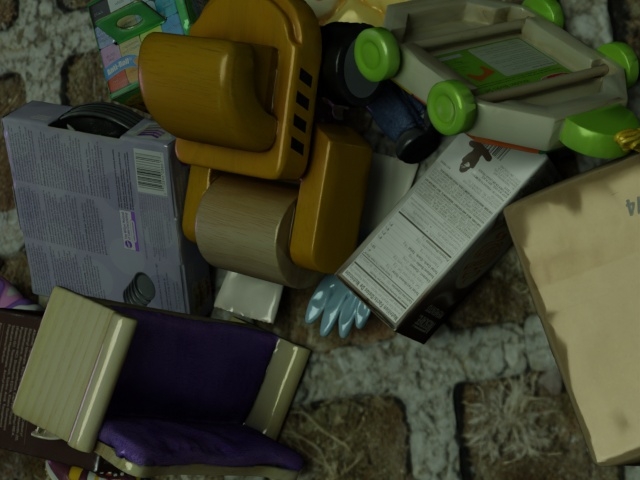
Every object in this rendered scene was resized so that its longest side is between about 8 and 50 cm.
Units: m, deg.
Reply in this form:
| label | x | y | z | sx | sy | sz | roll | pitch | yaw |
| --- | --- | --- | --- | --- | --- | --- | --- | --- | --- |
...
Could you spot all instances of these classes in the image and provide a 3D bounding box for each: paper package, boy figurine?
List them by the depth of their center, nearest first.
| label | x | y | z | sx | sy | sz | roll | pitch | yaw |
| --- | --- | --- | --- | --- | --- | --- | --- | --- | --- |
| paper package | 0.397 | 0.047 | 1.536 | 0.325 | 0.168 | 0.309 | -24 | 73 | 22 |
| boy figurine | 0.060 | -0.231 | 1.773 | 0.177 | 0.092 | 0.285 | -42 | 71 | 19 |

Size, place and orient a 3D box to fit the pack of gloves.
| label | x | y | z | sx | sy | sz | roll | pitch | yaw |
| --- | --- | --- | --- | --- | --- | --- | --- | --- | --- |
| pack of gloves | 0.000 | 0.000 | 1.809 | 0.195 | 0.046 | 0.232 | 14 | 80 | 25 |

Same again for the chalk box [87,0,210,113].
| label | x | y | z | sx | sy | sz | roll | pitch | yaw |
| --- | --- | --- | --- | --- | --- | --- | --- | --- | --- |
| chalk box | -0.185 | -0.237 | 1.819 | 0.132 | 0.213 | 0.132 | -21 | 75 | 22 |

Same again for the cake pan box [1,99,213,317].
| label | x | y | z | sx | sy | sz | roll | pitch | yaw |
| --- | --- | --- | --- | --- | --- | --- | --- | --- | --- |
| cake pan box | -0.259 | -0.036 | 1.845 | 0.246 | 0.070 | 0.266 | 9 | 121 | 25 |

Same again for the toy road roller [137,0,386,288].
| label | x | y | z | sx | sy | sz | roll | pitch | yaw |
| --- | --- | --- | --- | --- | --- | --- | --- | --- | --- |
| toy road roller | -0.085 | -0.118 | 1.672 | 0.202 | 0.241 | 0.329 | 13 | 98 | 39 |

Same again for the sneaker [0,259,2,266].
| label | x | y | z | sx | sy | sz | roll | pitch | yaw |
| --- | --- | --- | --- | --- | --- | --- | --- | --- | --- |
| sneaker | -0.485 | 0.052 | 2.024 | 0.067 | 0.042 | 0.118 | 42 | 94 | 19 |

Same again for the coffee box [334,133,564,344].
| label | x | y | z | sx | sy | sz | roll | pitch | yaw |
| --- | --- | --- | --- | --- | --- | --- | --- | --- | --- |
| coffee box | 0.145 | -0.013 | 1.658 | 0.098 | 0.141 | 0.246 | 43 | 95 | 20 |

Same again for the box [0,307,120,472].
| label | x | y | z | sx | sy | sz | roll | pitch | yaw |
| --- | --- | --- | --- | --- | --- | --- | --- | --- | --- |
| box | -0.298 | 0.181 | 1.849 | 0.203 | 0.168 | 0.167 | 9 | 88 | 26 |

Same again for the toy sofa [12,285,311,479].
| label | x | y | z | sx | sy | sz | roll | pitch | yaw |
| --- | --- | --- | --- | --- | --- | --- | --- | --- | --- |
| toy sofa | -0.147 | 0.163 | 1.675 | 0.177 | 0.362 | 0.150 | 21 | 93 | 32 |

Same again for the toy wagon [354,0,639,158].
| label | x | y | z | sx | sy | sz | roll | pitch | yaw |
| --- | --- | --- | --- | --- | --- | --- | --- | --- | --- |
| toy wagon | 0.212 | -0.165 | 1.582 | 0.344 | 0.267 | 0.068 | 42 | 134 | 37 |

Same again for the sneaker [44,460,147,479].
| label | x | y | z | sx | sy | sz | roll | pitch | yaw |
| --- | --- | --- | --- | --- | --- | --- | --- | --- | --- |
| sneaker | -0.259 | 0.310 | 1.879 | 0.185 | 0.069 | 0.084 | 39 | 92 | 18 |

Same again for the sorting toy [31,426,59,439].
| label | x | y | z | sx | sy | sz | roll | pitch | yaw |
| --- | --- | --- | --- | --- | --- | --- | --- | --- | --- |
| sorting toy | -0.280 | 0.192 | 1.725 | 0.075 | 0.045 | 0.083 | 16 | 92 | 17 |

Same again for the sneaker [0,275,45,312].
| label | x | y | z | sx | sy | sz | roll | pitch | yaw |
| --- | --- | --- | --- | --- | --- | --- | --- | --- | --- |
| sneaker | -0.471 | 0.130 | 1.975 | 0.236 | 0.095 | 0.104 | -39 | 79 | 10 |
